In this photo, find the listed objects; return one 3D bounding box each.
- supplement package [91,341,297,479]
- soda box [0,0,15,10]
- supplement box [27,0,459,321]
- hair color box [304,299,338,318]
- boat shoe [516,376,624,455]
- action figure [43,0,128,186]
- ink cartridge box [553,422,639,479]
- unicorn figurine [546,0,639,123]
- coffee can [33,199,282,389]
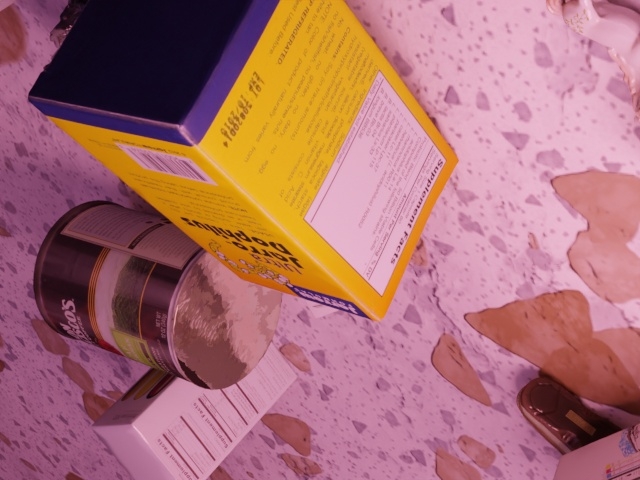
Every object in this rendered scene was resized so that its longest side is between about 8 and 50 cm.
[{"bbox_3d":[-0.177,0.229,1.558,0.139,0.244,0.134,-16,114,52],"label":"supplement package"},{"bbox_3d":[-0.326,-0.308,1.110,0.098,0.286,0.091,26,142,24],"label":"soda box"},{"bbox_3d":[-0.053,-0.100,1.017,0.195,0.194,0.356,15,160,38],"label":"supplement box"},{"bbox_3d":[0.000,0.000,1.270,0.093,0.053,0.167,-20,113,18],"label":"hair color box"},{"bbox_3d":[0.300,0.230,1.233,0.190,0.068,0.072,45,161,12],"label":"boat shoe"},{"bbox_3d":[-0.251,-0.186,1.295,0.164,0.141,0.275,16,140,52],"label":"action figure"},{"bbox_3d":[0.357,0.282,1.065,0.233,0.168,0.171,-35,100,36],"label":"ink cartridge box"},{"bbox_3d":[0.245,-0.165,0.877,0.162,0.060,0.111,50,150,21],"label":"unicorn figurine"},{"bbox_3d":[-0.219,0.067,1.470,0.275,0.201,0.201,13,135,37],"label":"coffee can"}]
